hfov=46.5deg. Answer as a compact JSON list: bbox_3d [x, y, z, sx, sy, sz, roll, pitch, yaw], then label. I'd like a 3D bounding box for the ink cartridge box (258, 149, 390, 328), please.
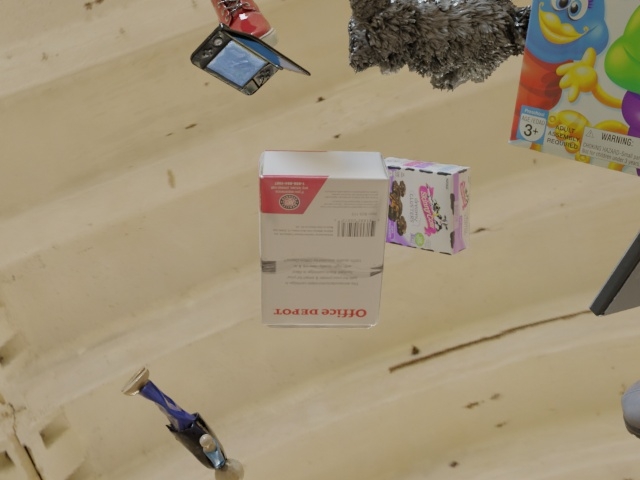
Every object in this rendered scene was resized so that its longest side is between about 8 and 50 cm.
[{"bbox_3d":[0.000,0.000,1.254,0.207,0.117,0.283,1,-61,-3],"label":"ink cartridge box"}]

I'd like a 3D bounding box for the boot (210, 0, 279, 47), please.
[{"bbox_3d":[-0.148,-0.387,1.204,0.088,0.244,0.176,-27,-62,1],"label":"boot"}]

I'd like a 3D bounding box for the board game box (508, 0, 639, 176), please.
[{"bbox_3d":[0.250,-0.199,0.533,0.144,0.142,0.275,-26,-52,-45],"label":"board game box"}]

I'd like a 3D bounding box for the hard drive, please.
[{"bbox_3d":[0.392,0.034,0.900,0.094,0.022,0.135,-9,-44,-28],"label":"hard drive"}]

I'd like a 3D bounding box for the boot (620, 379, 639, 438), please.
[{"bbox_3d":[0.459,0.088,0.804,0.222,0.338,0.118,54,-150,-18],"label":"boot"}]

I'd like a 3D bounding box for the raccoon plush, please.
[{"bbox_3d":[0.256,-0.435,1.432,0.299,0.446,0.216,-6,-95,-40],"label":"raccoon plush"}]

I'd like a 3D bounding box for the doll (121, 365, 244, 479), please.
[{"bbox_3d":[-0.163,0.234,0.922,0.189,0.129,0.046,46,-107,-9],"label":"doll"}]

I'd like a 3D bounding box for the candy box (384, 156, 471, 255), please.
[{"bbox_3d":[0.196,-0.071,1.475,0.070,0.196,0.164,-22,-65,-45],"label":"candy box"}]

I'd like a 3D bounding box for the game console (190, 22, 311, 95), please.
[{"bbox_3d":[-0.096,-0.237,1.014,0.107,0.071,0.122,-39,-37,23],"label":"game console"}]
